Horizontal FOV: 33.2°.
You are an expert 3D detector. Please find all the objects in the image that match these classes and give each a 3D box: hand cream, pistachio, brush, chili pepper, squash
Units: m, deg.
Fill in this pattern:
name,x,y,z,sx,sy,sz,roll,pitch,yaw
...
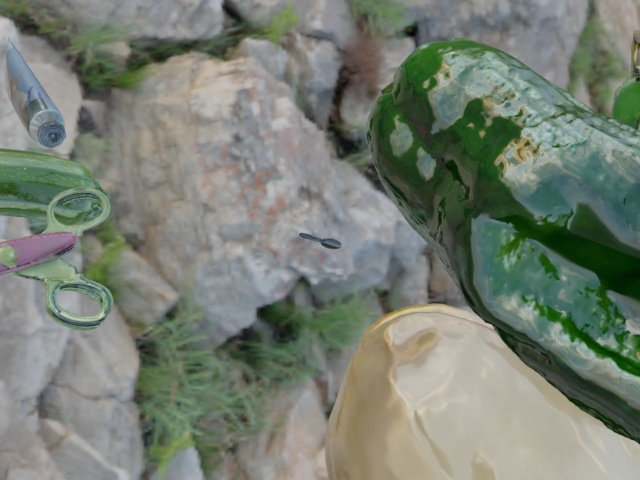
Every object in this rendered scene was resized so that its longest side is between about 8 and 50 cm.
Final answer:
name,x,y,z,sx,sy,sz,roll,pitch,yaw
hand cream,-0.466,-0.229,1.708,0.058,0.271,0.091,-9,128,-28
pistachio,0.130,0.190,0.814,0.308,0.230,0.230,56,38,2
brush,0.000,0.000,1.793,0.083,0.024,0.008,16,46,-30
chili pepper,0.115,0.020,0.387,0.083,0.253,0.099,-19,141,-51
squash,-0.316,-0.056,1.101,0.219,0.068,0.077,8,99,-43

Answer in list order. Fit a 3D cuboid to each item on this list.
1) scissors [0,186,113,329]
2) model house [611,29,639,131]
name,x,y,z,sx,sy,sz,roll,pitch,yaw
scissors,-0.279,0.016,0.967,0.187,0.020,0.133,1,85,-28
model house,0.423,-0.121,1.044,0.340,0.300,0.323,82,16,-49
